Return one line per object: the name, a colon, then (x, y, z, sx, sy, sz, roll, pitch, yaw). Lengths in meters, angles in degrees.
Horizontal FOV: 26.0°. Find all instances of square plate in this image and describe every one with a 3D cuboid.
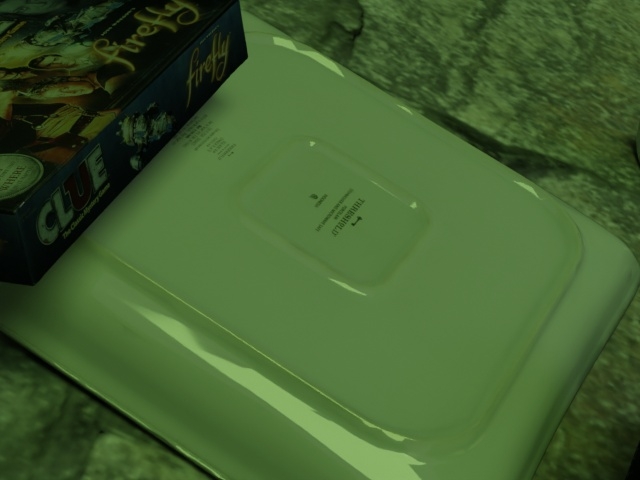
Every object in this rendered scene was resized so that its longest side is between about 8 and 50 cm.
square plate: (0.000, 0.000, 0.790, 0.344, 0.049, 0.347, 33, 39, 8)

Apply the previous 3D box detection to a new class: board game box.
board game box: (-0.162, -0.067, 0.727, 0.165, 0.042, 0.243, 6, 33, 20)

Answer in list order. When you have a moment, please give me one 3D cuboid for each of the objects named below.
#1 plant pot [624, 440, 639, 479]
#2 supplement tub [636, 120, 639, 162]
plant pot: (0.252, 0.114, 0.707, 0.167, 0.187, 0.188, 23, 36, 17)
supplement tub: (0.294, -0.071, 1.014, 0.107, 0.071, 0.071, 11, 41, -19)
